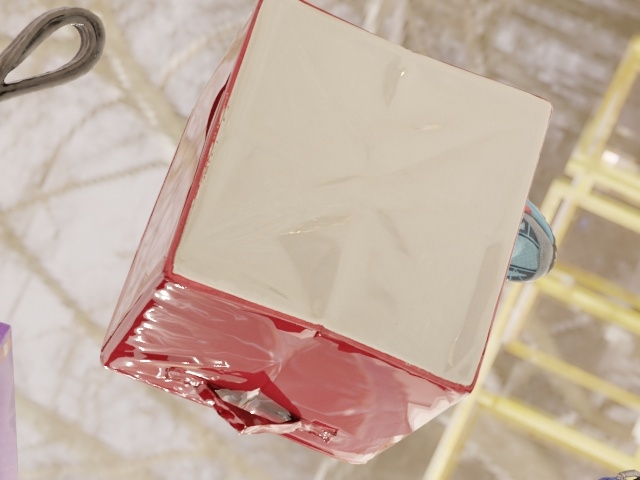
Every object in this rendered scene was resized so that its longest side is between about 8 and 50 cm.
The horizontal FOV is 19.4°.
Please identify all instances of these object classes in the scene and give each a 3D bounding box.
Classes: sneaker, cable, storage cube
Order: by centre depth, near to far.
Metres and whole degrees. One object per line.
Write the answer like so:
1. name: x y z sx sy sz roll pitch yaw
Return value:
1. storage cube: 0.000 0.000 1.091 0.193 0.183 0.215 132 158 -65
2. cable: -0.304 -0.125 1.619 0.072 0.287 0.139 -1 102 61
3. sneaker: 0.110 -0.015 1.899 0.125 0.261 0.104 -52 -15 -57

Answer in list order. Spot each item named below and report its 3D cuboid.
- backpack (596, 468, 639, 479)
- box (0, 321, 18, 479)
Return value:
1. backpack: 0.147 0.188 0.913 0.117 0.173 0.158 30 99 52
2. box: -0.384 0.159 1.743 0.293 0.201 0.057 98 -168 -47
